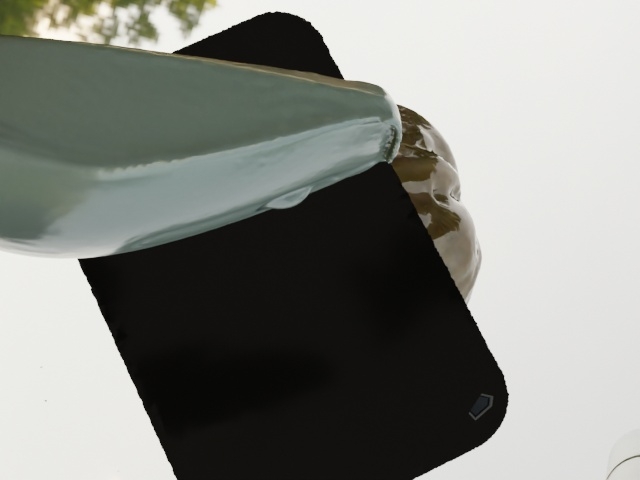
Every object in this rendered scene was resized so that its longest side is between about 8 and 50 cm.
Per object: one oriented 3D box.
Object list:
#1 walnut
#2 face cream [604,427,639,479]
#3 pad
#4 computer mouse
[{"bbox_3d":[0.000,0.001,1.319,0.306,0.344,0.306,168,-90,-82],"label":"walnut"},{"bbox_3d":[0.275,0.216,0.991,0.077,0.250,0.077,0,-89,16],"label":"face cream"},{"bbox_3d":[-0.072,0.040,0.896,0.063,0.315,0.375,98,-33,-74],"label":"pad"},{"bbox_3d":[-0.077,-0.032,0.513,0.128,0.231,0.079,149,-59,-71],"label":"computer mouse"}]
